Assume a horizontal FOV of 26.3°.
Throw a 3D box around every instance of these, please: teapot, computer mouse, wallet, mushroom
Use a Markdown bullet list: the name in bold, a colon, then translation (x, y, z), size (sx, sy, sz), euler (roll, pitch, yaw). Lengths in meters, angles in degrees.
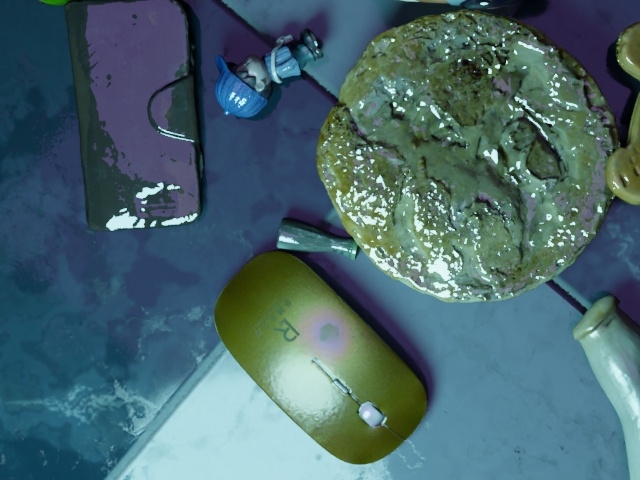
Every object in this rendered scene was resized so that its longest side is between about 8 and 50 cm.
- **teapot**: translation (0.000, 0.000, 1.794), size (0.110, 0.043, 0.043), euler (11, 93, 3)
- **computer mouse**: translation (-0.001, 0.153, 1.784), size (0.158, 0.072, 0.310), euler (-45, 87, 8)
- **wallet**: translation (-0.244, -0.168, 1.807), size (0.165, 0.042, 0.309), euler (-3, 97, 6)
- **mushroom**: translation (0.421, 0.235, 1.730), size (0.109, 0.097, 0.351), euler (-21, 85, 4)

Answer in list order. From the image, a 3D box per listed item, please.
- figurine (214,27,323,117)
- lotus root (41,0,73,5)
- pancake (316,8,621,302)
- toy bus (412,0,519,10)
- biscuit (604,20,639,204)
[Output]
- **figurine**: translation (-0.070, -0.221, 1.784), size (0.149, 0.086, 0.087), euler (-27, 113, -5)
- **lotus root**: translation (-0.346, -0.399, 1.758), size (0.186, 0.186, 0.186), euler (0, 92, 6)
- **pancake**: translation (0.189, -0.106, 1.748), size (0.387, 0.082, 0.387), euler (0, 93, 3)
- **toy bus**: translation (0.151, -0.374, 1.662), size (0.232, 0.287, 0.194), euler (-4, 103, 26)
- **biscuit**: translation (0.467, -0.200, 1.713), size (0.216, 0.047, 0.340), euler (9, 82, -10)
